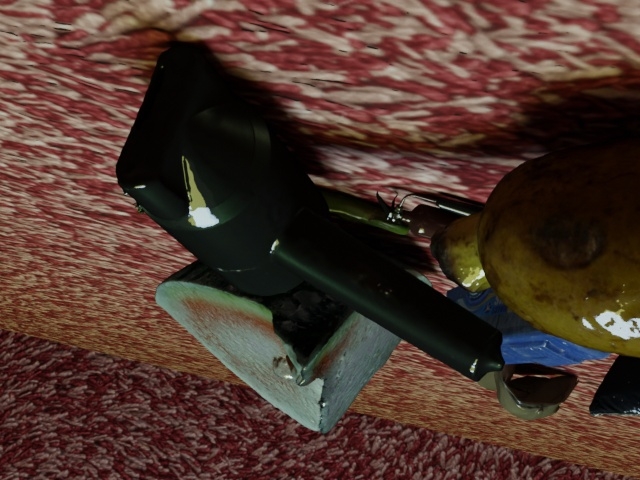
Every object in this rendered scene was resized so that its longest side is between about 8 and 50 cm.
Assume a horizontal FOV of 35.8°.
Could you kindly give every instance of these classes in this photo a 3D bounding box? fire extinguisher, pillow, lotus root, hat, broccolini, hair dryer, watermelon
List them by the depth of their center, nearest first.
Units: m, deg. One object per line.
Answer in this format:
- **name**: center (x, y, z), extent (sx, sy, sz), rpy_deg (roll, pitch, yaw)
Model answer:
- **lotus root**: center (0.206, 0.003, 0.614), extent (0.314, 0.141, 0.169), rpy_deg (4, 179, 33)
- **hair dryer**: center (0.000, 0.000, 0.716), extent (0.302, 0.116, 0.244), rpy_deg (29, 173, 22)
- **fire extinguisher**: center (0.133, -0.011, 0.853), extent (0.173, 0.035, 0.049), rpy_deg (13, 169, -13)
- **broccolini**: center (-0.047, -0.021, 0.952), extent (0.271, 0.062, 0.123), rpy_deg (8, 175, 9)
- **watermelon**: center (-0.045, 0.099, 1.011), extent (0.289, 0.214, 0.320), rpy_deg (2, -167, 16)
- **pillow**: center (0.399, 0.143, 1.030), extent (0.208, 0.141, 0.055), rpy_deg (-1, 122, 39)
- **hat**: center (0.302, 0.235, 1.521), extent (0.147, 0.085, 0.175), rpy_deg (17, 164, -17)

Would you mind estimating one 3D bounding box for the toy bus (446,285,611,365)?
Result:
- **toy bus**: center (0.209, 0.078, 0.994), extent (0.079, 0.094, 0.236), rpy_deg (19, 165, -21)
